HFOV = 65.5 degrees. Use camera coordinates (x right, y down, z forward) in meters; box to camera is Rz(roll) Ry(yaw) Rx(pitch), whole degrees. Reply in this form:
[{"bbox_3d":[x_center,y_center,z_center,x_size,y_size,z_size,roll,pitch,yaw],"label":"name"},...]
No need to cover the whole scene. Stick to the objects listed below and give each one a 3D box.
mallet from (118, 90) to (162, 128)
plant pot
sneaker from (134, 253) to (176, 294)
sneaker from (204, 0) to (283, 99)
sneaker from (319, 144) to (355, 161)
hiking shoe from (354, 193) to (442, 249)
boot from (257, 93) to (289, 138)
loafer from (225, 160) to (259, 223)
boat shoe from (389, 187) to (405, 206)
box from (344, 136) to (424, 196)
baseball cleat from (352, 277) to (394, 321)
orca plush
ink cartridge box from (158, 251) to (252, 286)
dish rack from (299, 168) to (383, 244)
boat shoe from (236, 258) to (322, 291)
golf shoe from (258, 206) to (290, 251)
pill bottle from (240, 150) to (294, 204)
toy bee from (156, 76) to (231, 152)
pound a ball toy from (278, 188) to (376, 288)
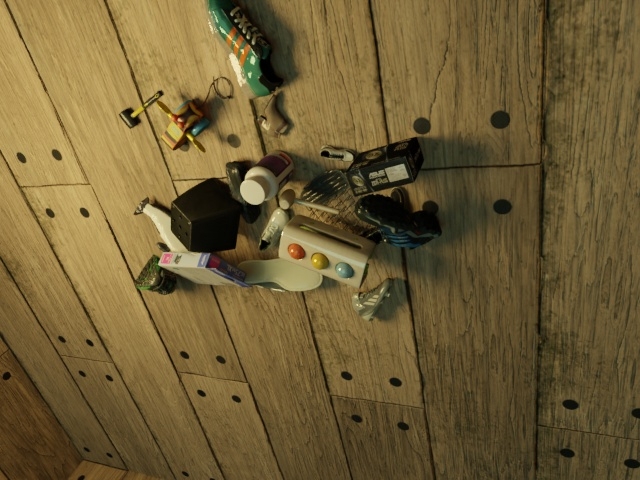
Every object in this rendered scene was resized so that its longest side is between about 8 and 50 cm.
[{"bbox_3d":[-0.588,-0.440,1.623,0.189,0.039,0.062,-33,108,32],"label":"mallet"},{"bbox_3d":[-0.392,-0.066,1.651,0.188,0.167,0.187,42,136,29],"label":"plant pot"},{"bbox_3d":[-0.607,0.139,1.892,0.146,0.134,0.343,32,172,-13],"label":"sneaker"},{"bbox_3d":[-0.196,-0.538,1.343,0.121,0.108,0.302,-9,125,27],"label":"sneaker"},{"bbox_3d":[0.048,-0.249,1.460,0.109,0.044,0.040,13,124,14],"label":"sneaker"},{"bbox_3d":[0.206,-0.034,1.409,0.304,0.113,0.132,17,135,-32],"label":"hiking shoe"},{"bbox_3d":[-0.131,-0.362,1.470,0.087,0.042,0.118,33,130,-8],"label":"boot"},{"bbox_3d":[-0.258,-0.159,1.641,0.078,0.076,0.223,14,129,35],"label":"loafer"},{"bbox_3d":[0.225,-0.098,1.484,0.046,0.038,0.125,10,125,17],"label":"boat shoe"},{"bbox_3d":[0.178,-0.202,1.367,0.180,0.147,0.077,-11,116,30],"label":"box"},{"bbox_3d":[0.168,0.190,1.681,0.109,0.072,0.206,31,125,11],"label":"baseball cleat"},{"bbox_3d":[-0.562,-0.026,1.842,0.287,0.151,0.102,30,161,-3],"label":"orca plush"},{"bbox_3d":[-0.395,0.101,1.728,0.311,0.065,0.186,3,157,39],"label":"ink cartridge box"},{"bbox_3d":[0.061,-0.081,1.546,0.208,0.074,0.271,-31,105,35],"label":"dish rack"},{"bbox_3d":[-0.139,0.125,1.778,0.319,0.116,0.099,3,166,14],"label":"boat shoe"},{"bbox_3d":[-0.158,-0.030,1.670,0.069,0.086,0.176,30,127,5],"label":"golf shoe"},{"bbox_3d":[-0.161,-0.186,1.497,0.108,0.193,0.108,11,125,17],"label":"pill bottle"},{"bbox_3d":[-0.419,-0.371,1.512,0.195,0.162,0.298,32,129,4],"label":"toy bee"},{"bbox_3d":[0.000,0.000,1.498,0.319,0.136,0.208,21,127,12],"label":"pound a ball toy"}]
